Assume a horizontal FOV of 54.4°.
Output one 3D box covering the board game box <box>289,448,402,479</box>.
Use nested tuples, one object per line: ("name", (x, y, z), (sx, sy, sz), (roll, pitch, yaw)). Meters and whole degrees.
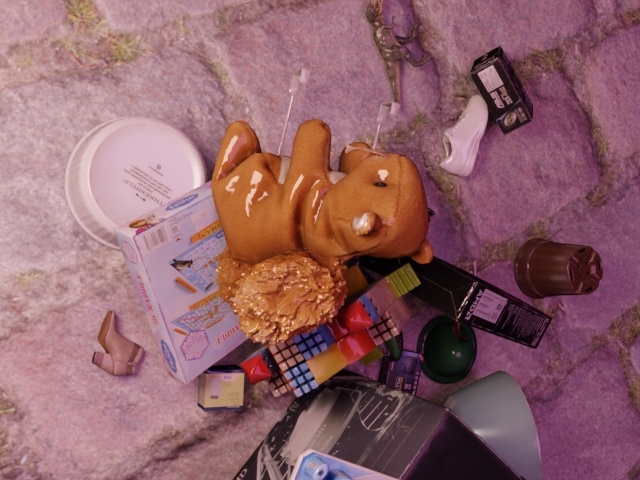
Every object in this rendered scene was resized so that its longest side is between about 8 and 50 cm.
("board game box", (0.075, 0.548, 0.894), (0.389, 0.050, 0.390), (27, 78, -21))

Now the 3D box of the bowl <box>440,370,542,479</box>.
("bowl", (0.370, 0.466, 1.444), (0.163, 0.311, 0.312), (-4, 91, -6))

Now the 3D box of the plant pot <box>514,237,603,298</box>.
("plant pot", (0.625, 0.076, 1.619), (0.166, 0.165, 0.167), (0, 90, -25))

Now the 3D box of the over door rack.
("over door rack", (0.005, -0.180, 1.345), (0.239, 0.108, 0.324), (12, 105, -25))

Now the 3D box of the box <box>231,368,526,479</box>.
("box", (0.057, 0.533, 1.171), (0.297, 0.471, 0.480), (45, 72, -16))

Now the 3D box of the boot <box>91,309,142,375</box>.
("boot", (-0.388, 0.203, 1.209), (0.087, 0.042, 0.119), (21, 82, -30))

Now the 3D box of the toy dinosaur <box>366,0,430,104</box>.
("toy dinosaur", (0.188, -0.452, 1.479), (0.118, 0.064, 0.268), (-18, 97, -10))

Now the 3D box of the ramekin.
("ramekin", (-0.339, -0.112, 1.185), (0.272, 0.127, 0.273), (1, 88, -26))

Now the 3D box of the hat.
("hat", (0.344, 0.269, 1.471), (0.208, 0.183, 0.173), (10, 85, -25))

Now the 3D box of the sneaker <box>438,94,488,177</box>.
("sneaker", (0.351, -0.270, 1.549), (0.094, 0.080, 0.212), (16, 83, -12))

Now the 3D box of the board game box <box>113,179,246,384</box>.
("board game box", (-0.195, 0.054, 1.190), (0.318, 0.065, 0.318), (-33, 123, -37))

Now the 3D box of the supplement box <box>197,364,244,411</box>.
("supplement box", (-0.205, 0.303, 1.280), (0.083, 0.056, 0.083), (4, 87, -25))

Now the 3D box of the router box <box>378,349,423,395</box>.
("router box", (0.188, 0.319, 1.477), (0.092, 0.038, 0.123), (14, 83, -24))

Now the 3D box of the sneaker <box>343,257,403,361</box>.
("sneaker", (0.068, 0.141, 1.388), (0.146, 0.134, 0.343), (-34, 105, 18))

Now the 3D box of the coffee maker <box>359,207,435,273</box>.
("coffee maker", (0.156, -0.014, 1.438), (0.171, 0.120, 0.178), (21, 78, 0))

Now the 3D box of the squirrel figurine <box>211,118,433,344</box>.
("squirrel figurine", (0.000, 0.000, 1.057), (0.281, 0.370, 0.397), (31, 76, -47))

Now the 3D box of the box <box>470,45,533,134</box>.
("box", (0.454, -0.376, 1.554), (0.180, 0.077, 0.147), (55, 30, -15))

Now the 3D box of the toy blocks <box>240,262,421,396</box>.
("toy blocks", (0.006, 0.193, 1.176), (0.381, 0.261, 0.191), (-31, 87, 20))

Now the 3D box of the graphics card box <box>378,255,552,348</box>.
("graphics card box", (0.325, 0.123, 1.371), (0.371, 0.232, 0.094), (21, 98, -44))
